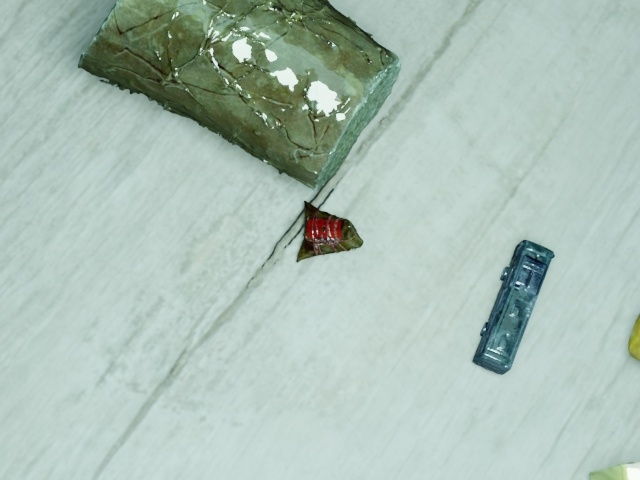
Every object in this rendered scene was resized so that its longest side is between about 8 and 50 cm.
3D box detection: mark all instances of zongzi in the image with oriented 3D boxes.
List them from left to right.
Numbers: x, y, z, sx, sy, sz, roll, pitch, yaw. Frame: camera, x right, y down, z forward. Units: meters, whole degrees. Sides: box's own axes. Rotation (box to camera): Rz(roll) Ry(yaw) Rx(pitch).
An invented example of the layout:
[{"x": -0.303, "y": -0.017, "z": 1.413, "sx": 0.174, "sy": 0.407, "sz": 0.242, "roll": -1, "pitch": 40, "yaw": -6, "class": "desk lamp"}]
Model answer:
[{"x": 0.000, "y": 0.000, "z": 1.275, "sx": 0.083, "sy": 0.067, "sz": 0.074, "roll": 24, "pitch": 84, "yaw": 20, "class": "zongzi"}]

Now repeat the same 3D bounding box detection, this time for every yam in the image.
[{"x": -0.093, "y": -0.215, "z": 1.229, "sx": 0.348, "sy": 0.241, "sz": 0.241, "roll": 29, "pitch": 73, "yaw": 0, "class": "yam"}]

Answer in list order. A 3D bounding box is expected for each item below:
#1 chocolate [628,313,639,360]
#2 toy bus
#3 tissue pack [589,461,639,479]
[{"x": 0.582, "y": 0.193, "z": 1.238, "sx": 0.445, "sy": 0.162, "sz": 0.162, "roll": 22, "pitch": 73, "yaw": 5, "class": "chocolate"}, {"x": 0.234, "y": 0.079, "z": 1.262, "sx": 0.047, "sy": 0.065, "sz": 0.166, "roll": 23, "pitch": 74, "yaw": 2, "class": "toy bus"}, {"x": 0.408, "y": 0.364, "z": 1.169, "sx": 0.159, "sy": 0.125, "sz": 0.234, "roll": -4, "pitch": 74, "yaw": -8, "class": "tissue pack"}]
